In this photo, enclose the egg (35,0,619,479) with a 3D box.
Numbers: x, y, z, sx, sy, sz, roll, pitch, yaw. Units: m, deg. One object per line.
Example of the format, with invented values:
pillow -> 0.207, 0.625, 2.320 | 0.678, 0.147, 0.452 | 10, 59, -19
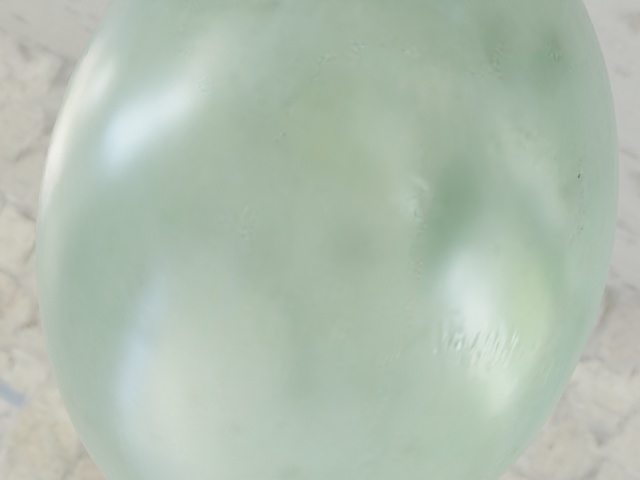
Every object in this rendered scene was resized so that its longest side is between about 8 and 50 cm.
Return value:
egg -> 0.000, 0.000, 0.722 | 0.276, 0.389, 0.276 | 11, -143, -8
